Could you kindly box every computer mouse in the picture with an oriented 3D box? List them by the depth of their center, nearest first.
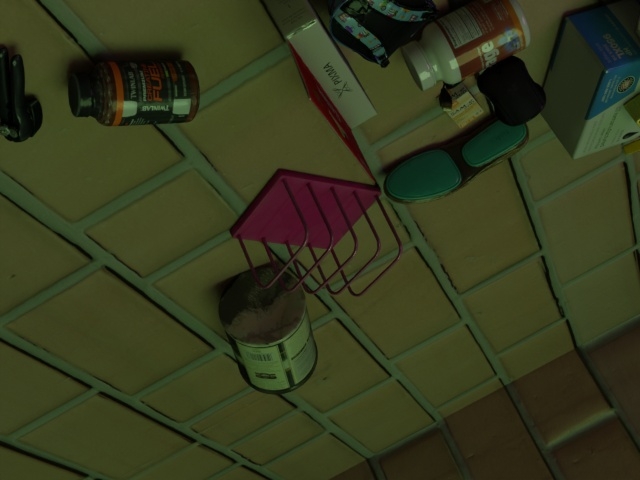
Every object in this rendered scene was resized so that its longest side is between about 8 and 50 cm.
[{"bbox_3d":[0.305,-0.289,1.807,0.184,0.262,0.060,-29,129,16],"label":"computer mouse"}]

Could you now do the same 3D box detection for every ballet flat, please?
[{"bbox_3d":[0.299,-0.167,2.121,0.342,0.116,0.124,-30,168,0],"label":"ballet flat"}]

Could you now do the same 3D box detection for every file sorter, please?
[{"bbox_3d":[0.000,0.000,2.060,0.290,0.182,0.202,7,137,-42],"label":"file sorter"}]

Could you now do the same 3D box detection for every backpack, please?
[{"bbox_3d":[0.083,-0.389,1.602,0.158,0.117,0.173,-42,146,26],"label":"backpack"}]

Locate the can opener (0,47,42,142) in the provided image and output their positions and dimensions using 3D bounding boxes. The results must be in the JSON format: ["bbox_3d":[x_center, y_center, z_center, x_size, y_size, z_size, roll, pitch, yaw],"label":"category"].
[{"bbox_3d":[-0.484,-0.226,1.515,0.059,0.073,0.186,16,142,7],"label":"can opener"}]

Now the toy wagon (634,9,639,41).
[{"bbox_3d":[0.770,-0.436,1.798,0.344,0.267,0.068,-31,174,6],"label":"toy wagon"}]

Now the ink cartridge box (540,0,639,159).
[{"bbox_3d":[0.689,-0.366,2.020,0.394,0.166,0.285,-19,149,-12],"label":"ink cartridge box"}]

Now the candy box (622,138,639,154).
[{"bbox_3d":[0.766,-0.233,2.089,0.205,0.027,0.105,-20,176,29],"label":"candy box"}]

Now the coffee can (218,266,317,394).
[{"bbox_3d":[-0.118,0.217,2.281,0.201,0.202,0.275,-21,148,-7],"label":"coffee can"}]

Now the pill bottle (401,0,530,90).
[{"bbox_3d":[0.264,-0.362,1.768,0.216,0.121,0.121,-27,149,2],"label":"pill bottle"}]

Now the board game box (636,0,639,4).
[{"bbox_3d":[0.648,-0.560,1.817,0.160,0.047,0.210,-32,148,9],"label":"board game box"}]

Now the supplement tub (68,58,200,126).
[{"bbox_3d":[-0.303,-0.238,1.564,0.197,0.106,0.106,-7,144,-28],"label":"supplement tub"}]

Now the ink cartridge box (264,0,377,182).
[{"bbox_3d":[0.019,-0.268,1.598,0.066,0.261,0.296,-30,149,9],"label":"ink cartridge box"}]

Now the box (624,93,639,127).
[{"bbox_3d":[0.724,-0.303,1.908,0.232,0.058,0.087,-38,134,20],"label":"box"}]

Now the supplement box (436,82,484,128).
[{"bbox_3d":[0.289,-0.279,1.991,0.062,0.036,0.098,-36,147,15],"label":"supplement box"}]
